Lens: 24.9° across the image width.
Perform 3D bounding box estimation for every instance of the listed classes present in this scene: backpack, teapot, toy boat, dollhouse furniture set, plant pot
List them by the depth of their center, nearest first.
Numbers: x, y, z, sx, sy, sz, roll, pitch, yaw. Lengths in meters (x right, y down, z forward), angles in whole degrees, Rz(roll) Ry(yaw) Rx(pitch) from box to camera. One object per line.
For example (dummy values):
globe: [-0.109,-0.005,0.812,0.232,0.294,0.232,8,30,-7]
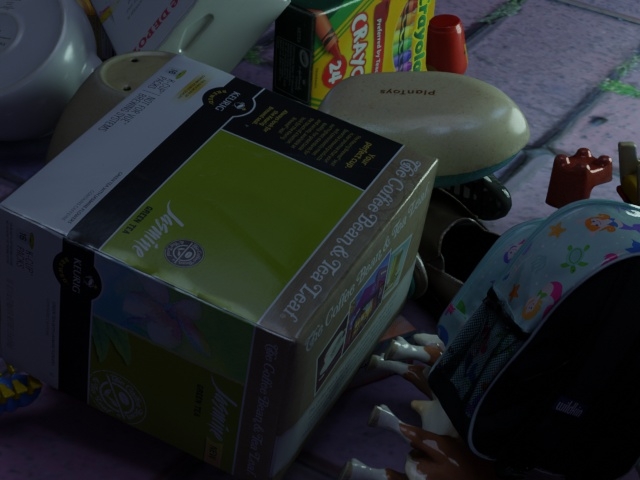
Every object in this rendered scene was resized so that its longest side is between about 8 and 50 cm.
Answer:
backpack: [0.247,0.083,1.357,0.225,0.253,0.191,17,31,-30]
dollhouse furniture set: [0.371,0.014,1.732,0.201,0.152,0.374,0,24,-5]
toy boat: [0.139,-0.156,1.836,0.268,0.148,0.318,5,35,15]
plant pot: [-0.215,-0.128,1.843,0.284,0.191,0.284,3,34,-2]
teapot: [-0.415,-0.230,1.998,0.252,0.187,0.256,-32,58,-3]

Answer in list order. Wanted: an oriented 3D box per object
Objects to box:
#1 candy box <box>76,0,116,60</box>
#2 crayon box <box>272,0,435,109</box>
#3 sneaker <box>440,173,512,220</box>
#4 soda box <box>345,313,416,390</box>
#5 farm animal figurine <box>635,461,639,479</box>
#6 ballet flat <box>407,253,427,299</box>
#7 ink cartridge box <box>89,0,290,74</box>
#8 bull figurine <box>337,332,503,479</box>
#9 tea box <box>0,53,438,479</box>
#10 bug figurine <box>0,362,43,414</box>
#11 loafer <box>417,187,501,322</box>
candy box: [-0.345,-0.357,2.272,0.317,0.087,0.183,-5,36,-11]
crayon box: [0.068,-0.293,2.106,0.081,0.202,0.318,29,42,33]
sneaker: [0.189,-0.105,1.943,0.106,0.078,0.234,-23,39,-30]
soda box: [0.014,0.127,1.592,0.183,0.058,0.063,-16,38,-27]
farm animal figurine: [0.431,0.247,1.260,0.330,0.172,0.326,-7,27,19]
ballet flat: [0.029,-0.025,1.717,0.316,0.107,0.106,25,46,38]
ink cartridge box: [-0.201,-0.362,2.036,0.131,0.226,0.306,23,28,-43]
bull figurine: [0.128,0.204,1.429,0.188,0.101,0.310,26,28,-5]
tea box: [-0.100,0.020,1.476,0.324,0.220,0.329,23,42,16]
bug figurine: [-0.339,0.105,1.583,0.216,0.072,0.279,-15,36,-28]
loafer: [0.174,0.019,1.704,0.134,0.130,0.366,-11,36,-20]
